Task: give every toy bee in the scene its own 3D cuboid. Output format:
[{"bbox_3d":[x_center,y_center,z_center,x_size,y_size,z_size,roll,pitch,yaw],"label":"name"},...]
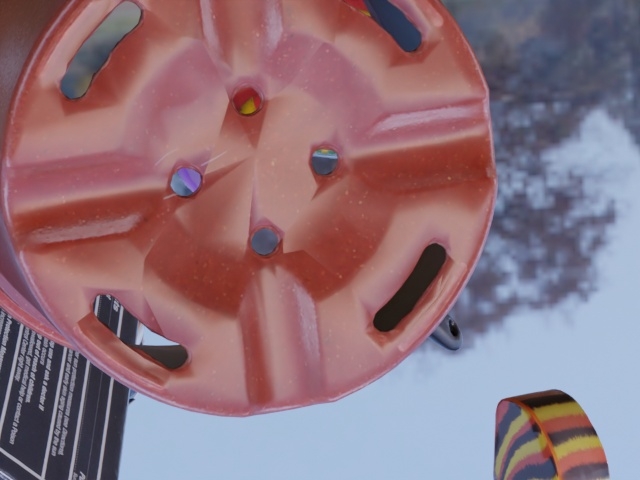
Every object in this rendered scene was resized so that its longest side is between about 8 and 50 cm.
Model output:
[{"bbox_3d":[0.196,0.278,1.330,0.195,0.298,0.162,-28,-145,-21],"label":"toy bee"}]

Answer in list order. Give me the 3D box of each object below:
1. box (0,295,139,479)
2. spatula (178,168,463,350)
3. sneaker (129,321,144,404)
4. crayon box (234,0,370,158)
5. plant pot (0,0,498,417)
[{"bbox_3d":[-0.300,0.075,1.240,0.182,0.294,0.296,-28,-143,26],"label":"box"},{"bbox_3d":[0.000,0.000,1.212,0.030,0.296,0.084,-38,-152,35],"label":"spatula"},{"bbox_3d":[-0.273,0.168,1.826,0.126,0.127,0.321,7,-134,22],"label":"sneaker"},{"bbox_3d":[-0.012,-0.230,1.405,0.202,0.319,0.081,5,-179,16],"label":"crayon box"},{"bbox_3d":[-0.054,-0.046,0.775,0.272,0.272,0.265,-7,-170,-12],"label":"plant pot"}]
